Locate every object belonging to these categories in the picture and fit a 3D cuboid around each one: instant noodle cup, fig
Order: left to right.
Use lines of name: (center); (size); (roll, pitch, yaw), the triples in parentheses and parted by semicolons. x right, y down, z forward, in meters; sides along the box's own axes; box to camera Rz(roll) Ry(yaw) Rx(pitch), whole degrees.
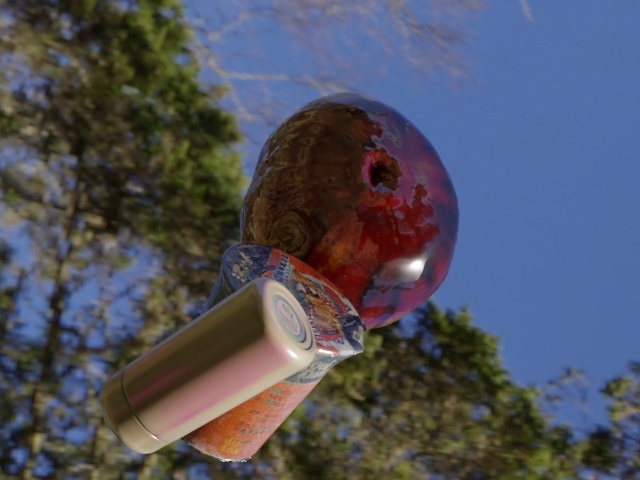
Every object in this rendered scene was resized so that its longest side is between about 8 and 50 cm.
instant noodle cup: (-0.053, 0.091, 1.239); (0.127, 0.127, 0.136); (51, -61, 33)
fig: (0.017, -0.002, 1.416); (0.249, 0.186, 0.204); (110, -19, -62)

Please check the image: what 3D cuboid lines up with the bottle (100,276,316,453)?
bottle: (-0.051, 0.058, 0.728); (0.096, 0.045, 0.045); (-33, -118, 19)
